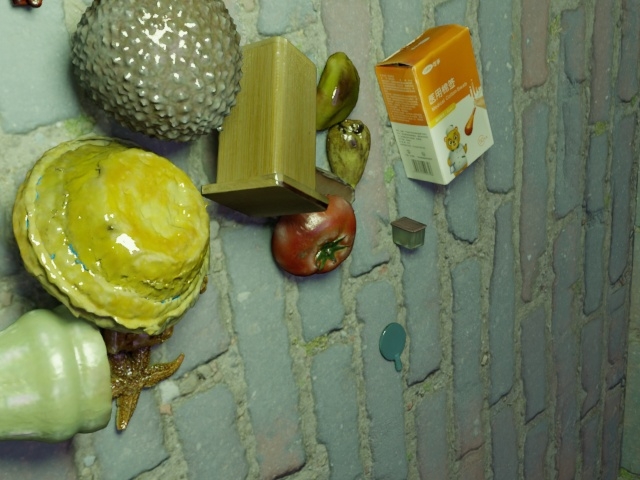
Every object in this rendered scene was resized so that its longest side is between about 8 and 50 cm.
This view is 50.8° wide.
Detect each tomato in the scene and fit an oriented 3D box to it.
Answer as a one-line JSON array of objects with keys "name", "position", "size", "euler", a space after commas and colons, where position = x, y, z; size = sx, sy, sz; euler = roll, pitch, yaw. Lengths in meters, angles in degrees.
[{"name": "tomato", "position": [0.000, 0.001, 1.546], "size": [0.225, 0.085, 0.225], "euler": [-18, 135, -19]}]

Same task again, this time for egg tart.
[{"name": "egg tart", "position": [-0.323, -0.025, 1.173], "size": [0.388, 0.169, 0.388], "euler": [28, 49, -38]}]

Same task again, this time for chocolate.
[{"name": "chocolate", "position": [-0.041, -0.113, 1.533], "size": [0.161, 0.083, 0.261], "euler": [-48, 138, 14]}]

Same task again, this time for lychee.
[{"name": "lychee", "position": [-0.273, -0.303, 1.143], "size": [0.300, 0.300, 0.300], "euler": [-13, 110, -39]}]

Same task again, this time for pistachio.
[{"name": "pistachio", "position": [0.036, -0.332, 1.532], "size": [0.110, 0.100, 0.189], "euler": [28, 82, -39]}]

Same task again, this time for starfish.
[{"name": "starfish", "position": [-0.381, 0.270, 1.375], "size": [0.240, 0.043, 0.227], "euler": [-15, 112, -41]}]

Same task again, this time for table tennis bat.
[{"name": "table tennis bat", "position": [0.210, 0.304, 1.922], "size": [0.100, 0.019, 0.155], "euler": [-33, 120, -31]}]

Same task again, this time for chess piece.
[{"name": "chess piece", "position": [-0.581, 0.258, 1.083], "size": [0.442, 0.234, 0.234], "euler": [-12, 110, -36]}]

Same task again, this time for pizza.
[{"name": "pizza", "position": [-0.312, 0.104, 1.343], "size": [0.161, 0.085, 0.305], "euler": [46, 66, -28]}]

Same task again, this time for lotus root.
[{"name": "lotus root", "position": [0.064, -0.195, 1.608], "size": [0.108, 0.094, 0.191], "euler": [-5, 115, -19]}]

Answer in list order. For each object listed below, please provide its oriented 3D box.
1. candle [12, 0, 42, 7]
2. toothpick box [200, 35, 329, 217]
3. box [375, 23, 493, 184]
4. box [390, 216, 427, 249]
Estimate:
[{"name": "candle", "position": [-0.477, -0.521, 1.055], "size": [0.059, 0.084, 0.302], "euler": [-39, 124, -66]}, {"name": "toothpick box", "position": [-0.101, -0.217, 1.327], "size": [0.187, 0.190, 0.308], "euler": [23, 65, -56]}, {"name": "box", "position": [0.296, -0.347, 1.729], "size": [0.225, 0.143, 0.341], "euler": [-39, 126, -27]}, {"name": "box", "position": [0.236, -0.018, 1.811], "size": [0.060, 0.084, 0.063], "euler": [-21, 121, -37]}]
